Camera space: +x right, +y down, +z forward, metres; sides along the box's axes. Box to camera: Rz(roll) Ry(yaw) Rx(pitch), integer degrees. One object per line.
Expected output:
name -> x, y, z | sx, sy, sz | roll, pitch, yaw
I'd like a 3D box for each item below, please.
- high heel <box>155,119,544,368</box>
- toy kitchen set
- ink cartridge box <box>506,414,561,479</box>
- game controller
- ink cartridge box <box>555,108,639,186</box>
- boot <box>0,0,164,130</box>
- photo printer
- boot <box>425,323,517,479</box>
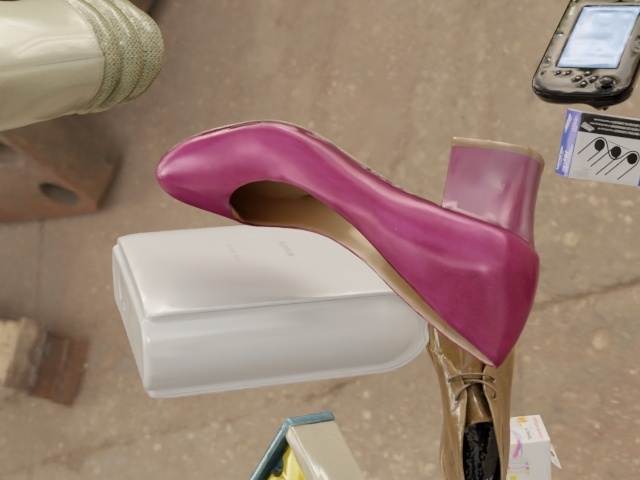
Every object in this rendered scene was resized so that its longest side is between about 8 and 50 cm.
high heel -> 0.000, 0.000, 0.895 | 0.377, 0.127, 0.181 | 2, 68, 29
toy kitchen set -> -0.102, 0.187, 0.708 | 0.122, 0.207, 0.166 | 53, 131, 32
ink cartridge box -> 0.338, 0.365, 1.800 | 0.092, 0.143, 0.090 | -93, -4, -70
game controller -> 0.470, -0.333, 1.747 | 0.166, 0.067, 0.319 | 13, 50, 23
ink cartridge box -> 0.452, -0.130, 1.517 | 0.046, 0.207, 0.097 | -137, 54, -70
boot -> -0.198, -0.092, 0.560 | 0.213, 0.165, 0.077 | 12, 116, 51
photo printer -> -0.050, 0.060, 1.089 | 0.256, 0.307, 0.107 | -132, 41, -65
boot -> 0.181, 0.158, 1.198 | 0.112, 0.115, 0.305 | -5, 92, 1
